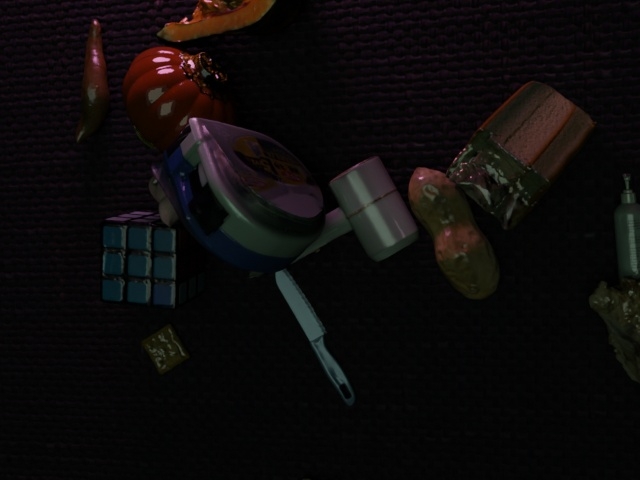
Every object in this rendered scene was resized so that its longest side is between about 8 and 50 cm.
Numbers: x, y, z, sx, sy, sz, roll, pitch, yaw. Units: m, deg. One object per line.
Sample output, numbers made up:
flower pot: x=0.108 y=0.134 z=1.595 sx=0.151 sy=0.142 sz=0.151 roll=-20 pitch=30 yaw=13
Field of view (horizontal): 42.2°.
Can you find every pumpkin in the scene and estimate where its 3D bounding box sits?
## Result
pumpkin: x=-0.169 y=-0.463 z=1.510 sx=0.280 sy=0.139 sz=0.190 roll=-6 pitch=98 yaw=13

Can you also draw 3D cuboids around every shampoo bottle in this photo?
shampoo bottle: x=0.536 y=-0.019 z=1.431 sx=0.056 sy=0.056 sz=0.195 roll=-5 pitch=95 yaw=15

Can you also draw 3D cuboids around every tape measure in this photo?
tape measure: x=-0.120 y=-0.076 z=1.431 sx=0.138 sy=0.259 sz=0.262 roll=-51 pitch=52 yaw=29

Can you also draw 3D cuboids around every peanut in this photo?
peanut: x=0.237 y=-0.015 z=1.479 sx=0.101 sy=0.117 sz=0.263 roll=-25 pitch=87 yaw=7

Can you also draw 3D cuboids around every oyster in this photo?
oyster: x=0.605 y=0.196 z=1.395 sx=0.354 sy=0.107 sz=0.201 roll=29 pitch=124 yaw=10

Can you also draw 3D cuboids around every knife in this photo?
knife: x=-0.010 y=0.182 z=1.617 sx=0.044 sy=0.019 sz=0.313 roll=-31 pitch=88 yaw=8

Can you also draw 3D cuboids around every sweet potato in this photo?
sweet potato: x=-0.445 y=-0.312 z=1.641 sx=0.069 sy=0.059 sz=0.249 roll=15 pitch=102 yaw=50

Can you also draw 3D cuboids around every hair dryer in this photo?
hair dryer: x=0.000 y=0.000 z=1.562 sx=0.357 sy=0.107 sz=0.173 roll=-29 pitch=87 yaw=25

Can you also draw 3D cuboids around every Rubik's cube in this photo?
Rubik's cube: x=-0.320 y=0.035 z=1.603 sx=0.162 sy=0.163 sz=0.161 roll=4 pitch=99 yaw=10

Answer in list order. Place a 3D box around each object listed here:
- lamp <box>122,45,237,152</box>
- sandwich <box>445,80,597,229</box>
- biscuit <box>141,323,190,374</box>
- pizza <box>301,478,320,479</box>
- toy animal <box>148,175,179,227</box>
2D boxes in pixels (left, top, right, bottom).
lamp: x=-0.255 y=-0.253 z=1.517 sx=0.196 sy=0.223 sz=0.223 roll=-41 pitch=86 yaw=26
sandwich: x=0.339 y=-0.151 z=1.389 sx=0.155 sy=0.198 sz=0.227 roll=40 pitch=105 yaw=7
biscuit: x=-0.318 y=0.223 z=1.700 sx=0.081 sy=0.018 sz=0.083 roll=-31 pitch=89 yaw=17
pizza: x=-0.012 y=0.569 z=1.640 sx=0.297 sy=0.071 sz=0.189 roll=2 pitch=98 yaw=15
toy animal: x=-0.267 y=-0.104 z=1.547 sx=0.124 sy=0.212 sz=0.124 roll=1 pitch=99 yaw=7
